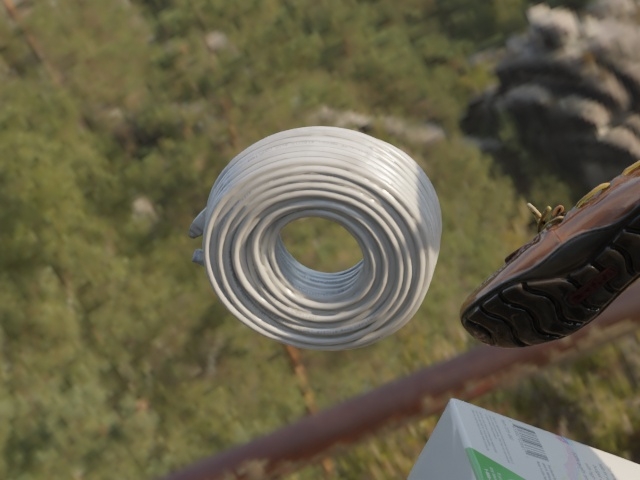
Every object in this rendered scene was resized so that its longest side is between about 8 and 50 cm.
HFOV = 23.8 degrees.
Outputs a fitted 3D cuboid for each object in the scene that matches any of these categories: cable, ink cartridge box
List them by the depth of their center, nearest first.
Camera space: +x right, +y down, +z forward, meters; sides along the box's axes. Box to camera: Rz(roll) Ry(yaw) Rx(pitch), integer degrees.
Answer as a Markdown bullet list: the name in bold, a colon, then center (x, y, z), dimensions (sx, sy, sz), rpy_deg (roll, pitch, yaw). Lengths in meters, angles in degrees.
- **ink cartridge box**: center (0.191, 0.230, 1.217), dimensions (0.154, 0.212, 0.093), rpy_deg (-107, 40, -62)
- **cable**: center (0.000, 0.000, 1.626), dimensions (0.257, 0.257, 0.089), rpy_deg (-57, 9, 33)

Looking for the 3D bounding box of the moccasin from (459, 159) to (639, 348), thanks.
- **moccasin**: center (0.337, 0.012, 2.002), dimensions (0.380, 0.139, 0.147), rpy_deg (-45, 21, 30)
